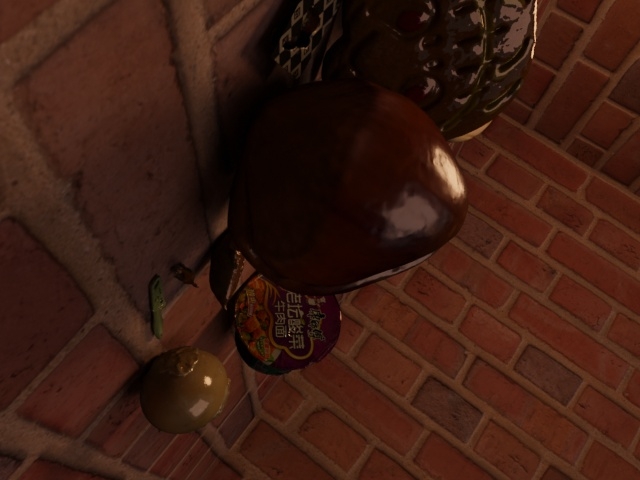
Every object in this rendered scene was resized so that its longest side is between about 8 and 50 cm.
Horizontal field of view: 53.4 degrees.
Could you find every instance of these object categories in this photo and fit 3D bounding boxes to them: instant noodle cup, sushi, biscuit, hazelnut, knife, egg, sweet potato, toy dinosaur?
[{"bbox_3d":[-0.095,0.205,1.508,0.251,0.251,0.190,-48,175,-29],"label":"instant noodle cup"},{"bbox_3d":[-0.027,-0.291,0.858,0.126,0.026,0.120,-61,165,7],"label":"sushi"},{"bbox_3d":[0.170,-0.301,1.007,0.350,0.070,0.394,-18,140,9],"label":"biscuit"},{"bbox_3d":[0.040,-0.072,0.960,0.372,0.372,0.315,98,2,-66],"label":"hazelnut"},{"bbox_3d":[-0.270,0.115,1.063,0.030,0.014,0.207,-45,165,-32],"label":"knife"},{"bbox_3d":[-0.260,0.286,1.231,0.164,0.164,0.201,-58,168,17],"label":"egg"},{"bbox_3d":[-0.156,0.011,1.134,0.068,0.068,0.226,75,34,-75],"label":"sweet potato"},{"bbox_3d":[-0.221,0.052,1.025,0.026,0.041,0.113,-48,162,-14],"label":"toy dinosaur"}]

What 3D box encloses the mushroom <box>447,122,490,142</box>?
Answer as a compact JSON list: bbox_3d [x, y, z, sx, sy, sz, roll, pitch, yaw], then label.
[{"bbox_3d":[0.400,-0.410,1.850,0.246,0.202,0.246,-11,128,-14],"label":"mushroom"}]
